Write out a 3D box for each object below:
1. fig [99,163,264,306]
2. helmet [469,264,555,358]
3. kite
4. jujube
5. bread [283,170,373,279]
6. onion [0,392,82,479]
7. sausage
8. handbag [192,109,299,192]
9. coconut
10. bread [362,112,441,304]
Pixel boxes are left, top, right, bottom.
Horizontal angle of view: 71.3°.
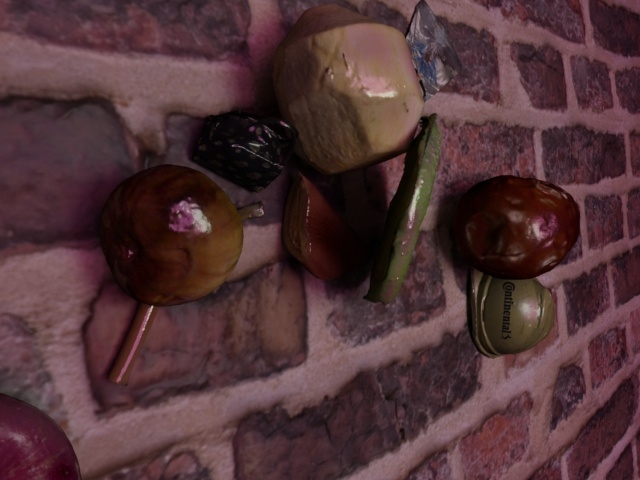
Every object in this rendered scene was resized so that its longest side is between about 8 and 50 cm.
[{"bbox_3d":[-0.134,-0.004,0.531,0.230,0.143,0.160,6,116,-45],"label":"fig"},{"bbox_3d":[0.436,0.140,0.983,0.204,0.137,0.258,-12,96,-38],"label":"helmet"},{"bbox_3d":[0.186,-0.336,0.872,0.169,0.015,0.310,51,58,-26],"label":"kite"},{"bbox_3d":[0.407,-0.036,0.918,0.317,0.223,0.223,-17,100,-47],"label":"jujube"},{"bbox_3d":[0.000,0.000,0.680,0.192,0.067,0.119,50,52,-28],"label":"bread"},{"bbox_3d":[-0.319,0.218,0.358,0.207,0.200,0.201,-29,107,-22],"label":"onion"},{"bbox_3d":[-0.218,0.111,0.530,0.026,0.026,0.116,29,71,-35],"label":"sausage"},{"bbox_3d":[-0.080,-0.127,0.574,0.115,0.139,0.072,28,64,-34],"label":"handbag"},{"bbox_3d":[0.037,-0.213,0.626,0.197,0.237,0.237,-15,100,-2],"label":"coconut"},{"bbox_3d":[0.125,-0.041,0.670,0.045,0.301,0.302,16,76,3],"label":"bread"}]
